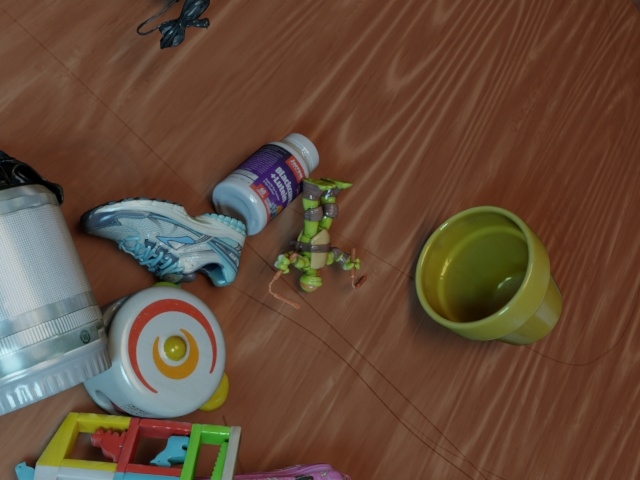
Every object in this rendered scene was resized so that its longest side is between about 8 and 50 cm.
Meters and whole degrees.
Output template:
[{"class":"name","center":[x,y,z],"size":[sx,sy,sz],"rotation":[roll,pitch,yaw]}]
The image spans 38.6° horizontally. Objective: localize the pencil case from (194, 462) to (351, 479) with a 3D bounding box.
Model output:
[{"class":"pencil case","center":[-0.122,0.423,1.359],"size":[0.386,0.167,0.160],"rotation":[7,42,-38]}]

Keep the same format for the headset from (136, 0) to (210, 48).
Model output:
[{"class":"headset","center":[-0.261,-0.490,1.502],"size":[0.243,0.185,0.394],"rotation":[8,60,-37]}]

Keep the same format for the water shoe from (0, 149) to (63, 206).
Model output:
[{"class":"water shoe","center":[-0.456,-0.105,1.295],"size":[0.203,0.080,0.073],"rotation":[32,58,-28]}]

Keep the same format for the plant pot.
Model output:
[{"class":"plant pot","center":[0.352,0.093,1.801],"size":[0.239,0.254,0.254],"rotation":[36,56,-45]}]

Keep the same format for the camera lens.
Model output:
[{"class":"camera lens","center":[-0.412,0.074,1.184],"size":[0.219,0.219,0.274],"rotation":[-22,91,-41]}]

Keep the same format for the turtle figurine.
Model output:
[{"class":"turtle figurine","center":[0.000,0.000,1.611],"size":[0.270,0.087,0.217],"rotation":[-2,105,-49]}]

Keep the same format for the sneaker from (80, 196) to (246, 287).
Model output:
[{"class":"sneaker","center":[-0.236,0.009,1.423],"size":[0.283,0.110,0.122],"rotation":[10,74,-36]}]

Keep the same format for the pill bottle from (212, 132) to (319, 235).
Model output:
[{"class":"pill bottle","center":[-0.087,-0.104,1.575],"size":[0.108,0.108,0.193],"rotation":[54,51,-13]}]

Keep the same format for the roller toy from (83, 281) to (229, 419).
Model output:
[{"class":"roller toy","center":[-0.242,0.169,1.342],"size":[0.191,0.146,0.209],"rotation":[-15,87,-40]}]

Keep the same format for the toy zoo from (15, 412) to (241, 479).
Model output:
[{"class":"toy zoo","center":[-0.265,0.320,1.231],"size":[0.293,0.030,0.192],"rotation":[5,39,2]}]
